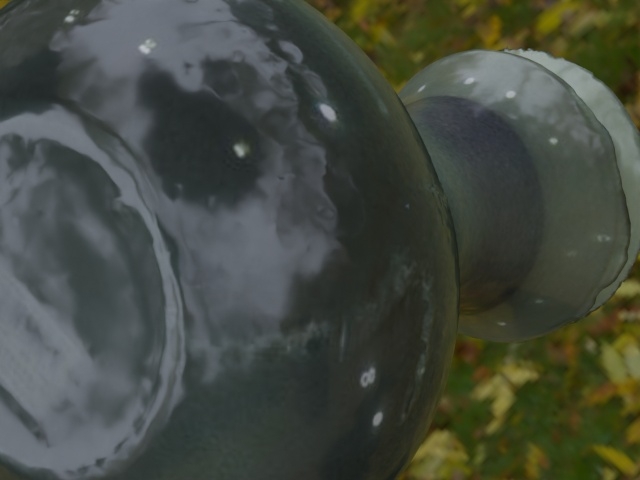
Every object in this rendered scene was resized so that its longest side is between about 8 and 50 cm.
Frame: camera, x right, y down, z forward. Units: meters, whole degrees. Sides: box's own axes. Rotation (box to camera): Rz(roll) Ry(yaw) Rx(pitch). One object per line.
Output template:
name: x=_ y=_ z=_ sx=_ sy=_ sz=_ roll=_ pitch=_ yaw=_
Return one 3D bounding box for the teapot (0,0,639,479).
teapot: x=0.000 y=0.000 z=0.600 sx=0.183 sy=0.251 sz=0.183 roll=7 pitch=101 yaw=37
